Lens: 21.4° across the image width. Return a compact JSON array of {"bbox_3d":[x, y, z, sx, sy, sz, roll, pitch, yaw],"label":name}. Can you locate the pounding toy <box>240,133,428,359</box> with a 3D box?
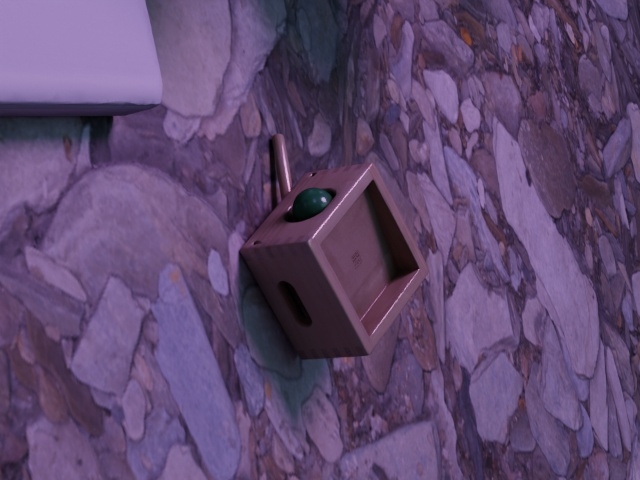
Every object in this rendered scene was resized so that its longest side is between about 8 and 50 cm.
[{"bbox_3d":[0.000,0.000,1.348,0.130,0.100,0.141,-51,122,-41],"label":"pounding toy"}]

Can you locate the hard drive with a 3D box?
[{"bbox_3d":[-0.224,-0.191,1.021,0.353,0.047,0.233,-9,86,-65],"label":"hard drive"}]
